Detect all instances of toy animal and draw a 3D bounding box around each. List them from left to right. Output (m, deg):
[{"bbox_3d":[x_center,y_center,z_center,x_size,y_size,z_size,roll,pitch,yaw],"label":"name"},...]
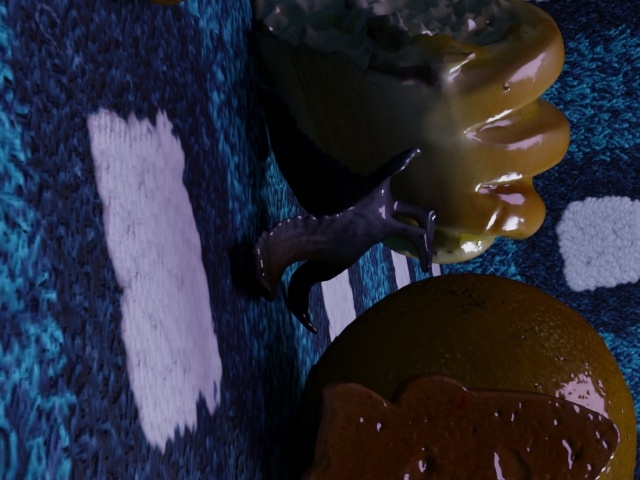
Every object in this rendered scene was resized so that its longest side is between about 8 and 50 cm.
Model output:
[{"bbox_3d":[0.015,0.004,1.104,0.272,0.160,0.197,-72,154,-56],"label":"toy animal"}]

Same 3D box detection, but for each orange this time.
[{"bbox_3d":[0.115,0.158,1.067,0.274,0.274,0.274,-10,90,-81],"label":"orange"}]

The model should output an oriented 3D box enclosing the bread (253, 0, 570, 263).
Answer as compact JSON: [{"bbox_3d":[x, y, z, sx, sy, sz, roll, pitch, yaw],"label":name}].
[{"bbox_3d":[0.102,-0.121,1.224,0.315,0.211,0.270,27,-37,52],"label":"bread"}]

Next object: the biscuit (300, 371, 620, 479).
[{"bbox_3d":[0.077,0.169,0.902,0.043,0.280,0.183,-11,-84,71],"label":"biscuit"}]

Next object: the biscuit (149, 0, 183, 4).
[{"bbox_3d":[-0.126,-0.273,0.814,0.262,0.037,0.262,-10,90,-80],"label":"biscuit"}]
